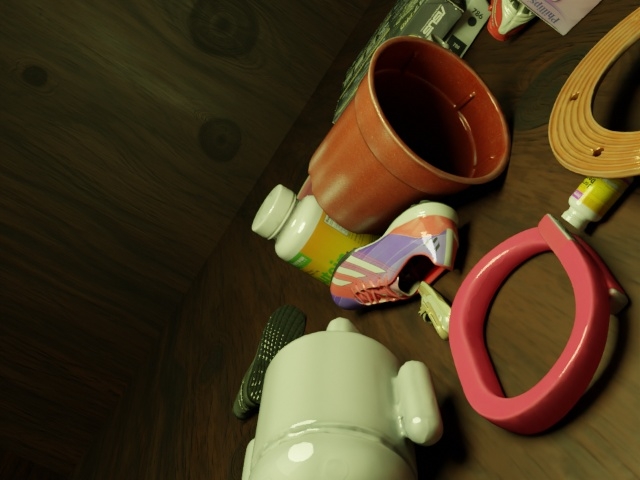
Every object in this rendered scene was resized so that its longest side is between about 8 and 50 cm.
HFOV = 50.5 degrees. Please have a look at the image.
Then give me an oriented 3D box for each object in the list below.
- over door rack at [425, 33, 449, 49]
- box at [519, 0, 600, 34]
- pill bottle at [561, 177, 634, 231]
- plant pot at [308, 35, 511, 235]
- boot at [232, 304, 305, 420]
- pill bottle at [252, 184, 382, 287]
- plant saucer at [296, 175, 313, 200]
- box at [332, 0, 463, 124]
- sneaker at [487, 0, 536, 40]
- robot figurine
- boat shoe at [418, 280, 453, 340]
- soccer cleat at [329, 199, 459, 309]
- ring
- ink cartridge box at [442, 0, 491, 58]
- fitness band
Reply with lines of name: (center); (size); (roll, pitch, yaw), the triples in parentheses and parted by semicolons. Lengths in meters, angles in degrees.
over door rack: (0.208, -0.237, 1.394); (0.239, 0.108, 0.324); (-47, 34, 36)
box: (0.373, -0.506, 1.157); (0.117, 0.214, 0.243); (-44, 21, 42)
pill bottle: (0.321, -0.052, 0.791); (0.083, 0.043, 0.043); (-54, 17, 15)
plant pot: (0.128, -0.151, 1.149); (0.265, 0.272, 0.272); (-41, 23, 51)
boot: (-0.125, 0.265, 1.490); (0.161, 0.083, 0.246); (-44, 19, 56)
pill bottle: (0.000, 0.000, 1.285); (0.136, 0.246, 0.136); (-52, 17, 23)
plant saucer: (0.020, -0.127, 1.755); (0.332, 0.084, 0.332); (-52, 16, 22)
box: (0.186, -0.477, 1.664); (0.395, 0.097, 0.318); (-50, 15, 33)
sneaker: (0.380, -0.505, 1.348); (0.118, 0.107, 0.279); (-52, 12, 55)
robot figurine: (0.018, 0.254, 0.850); (0.300, 0.200, 0.353); (-35, 24, 23)
boat shoe: (0.164, 0.099, 0.972); (0.045, 0.050, 0.135); (-51, 17, 7)
soccer cleat: (0.111, 0.058, 1.126); (0.318, 0.109, 0.116); (-42, 35, 46)
ring: (0.405, -0.193, 0.746); (0.337, 0.032, 0.336); (-40, 23, 21)
ink cartridge box: (0.294, -0.462, 1.585); (0.332, 0.065, 0.165); (-57, 15, 10)
fitness band: (0.237, 0.089, 0.783); (0.209, 0.054, 0.291); (-55, 15, 23)
